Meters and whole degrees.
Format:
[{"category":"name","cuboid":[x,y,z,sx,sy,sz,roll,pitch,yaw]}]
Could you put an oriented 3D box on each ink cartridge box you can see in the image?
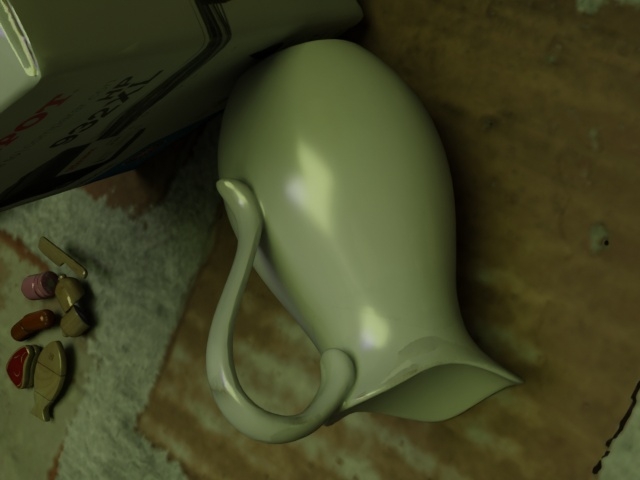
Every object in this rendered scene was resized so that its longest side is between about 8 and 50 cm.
[{"category":"ink cartridge box","cuboid":[-0.148,-0.109,0.556,0.223,0.307,0.129,-27,92,30]}]

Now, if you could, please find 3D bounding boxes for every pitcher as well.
[{"category":"pitcher","cuboid":[0.000,0.000,0.545,0.125,0.178,0.207,-37,65,44]}]

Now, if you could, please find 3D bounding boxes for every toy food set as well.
[{"category":"toy food set","cuboid":[-0.201,0.063,0.758,0.078,0.019,0.122,32,108,32]}]
